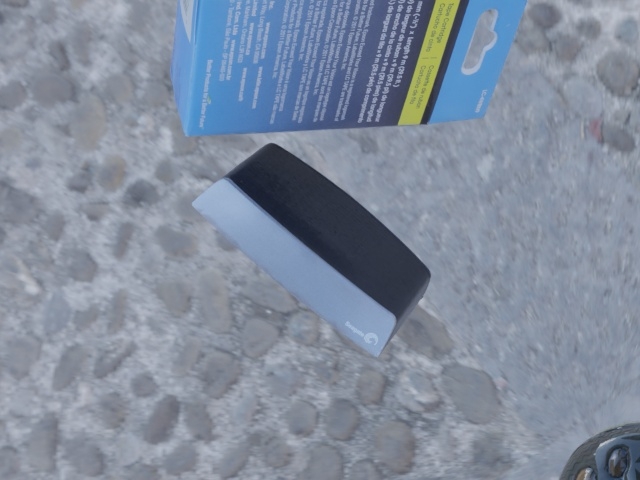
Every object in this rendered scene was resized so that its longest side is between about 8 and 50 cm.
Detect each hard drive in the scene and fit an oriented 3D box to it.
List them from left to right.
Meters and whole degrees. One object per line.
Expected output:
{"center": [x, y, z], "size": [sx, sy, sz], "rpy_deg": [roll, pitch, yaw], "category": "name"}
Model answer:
{"center": [0.000, 0.000, 1.315], "size": [0.255, 0.172, 0.054], "rpy_deg": [40, 122, 4], "category": "hard drive"}

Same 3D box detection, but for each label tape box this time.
{"center": [0.028, -0.238, 1.263], "size": [0.348, 0.249, 0.115], "rpy_deg": [-6, 53, -16], "category": "label tape box"}

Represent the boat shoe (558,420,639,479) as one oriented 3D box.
{"center": [0.292, 0.167, 0.643], "size": [0.324, 0.120, 0.122], "rpy_deg": [18, 94, 19], "category": "boat shoe"}
